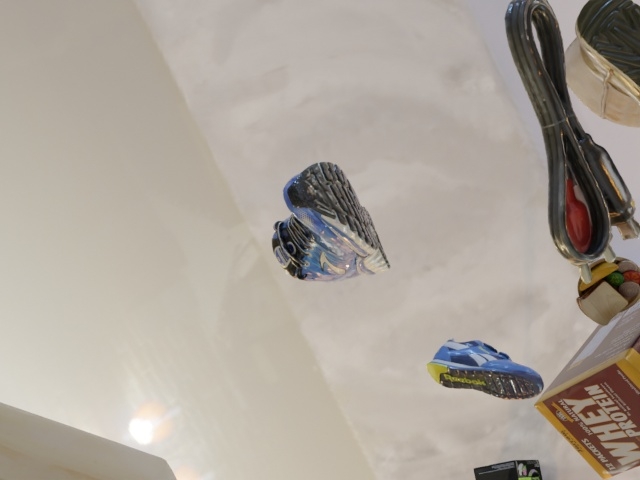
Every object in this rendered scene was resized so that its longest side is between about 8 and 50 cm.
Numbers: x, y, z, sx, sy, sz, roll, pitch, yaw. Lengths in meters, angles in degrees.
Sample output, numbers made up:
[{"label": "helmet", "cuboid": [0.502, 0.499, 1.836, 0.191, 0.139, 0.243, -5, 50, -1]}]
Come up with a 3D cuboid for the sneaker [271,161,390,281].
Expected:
[{"label": "sneaker", "cuboid": [0.000, 0.000, 1.365, 0.147, 0.330, 0.130, -24, -112, 5]}]

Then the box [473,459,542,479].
[{"label": "box", "cuboid": [0.204, 0.277, 1.026, 0.052, 0.062, 0.083, -20, -111, 32]}]

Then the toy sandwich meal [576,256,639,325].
[{"label": "toy sandwich meal", "cuboid": [0.336, 0.058, 1.129, 0.085, 0.029, 0.086, 2, -63, 4]}]

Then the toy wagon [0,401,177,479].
[{"label": "toy wagon", "cuboid": [-0.142, 0.215, 0.276, 0.267, 0.345, 0.068, 26, -30, -27]}]

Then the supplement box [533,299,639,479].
[{"label": "supplement box", "cuboid": [0.405, 0.164, 1.203, 0.129, 0.194, 0.191, 46, -34, 4]}]

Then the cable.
[{"label": "cable", "cuboid": [0.228, -0.090, 0.952, 0.072, 0.139, 0.287, -16, -71, 55]}]

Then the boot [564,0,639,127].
[{"label": "boot", "cuboid": [0.377, -0.168, 1.111, 0.089, 0.269, 0.236, -42, -101, 6]}]

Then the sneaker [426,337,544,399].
[{"label": "sneaker", "cuboid": [0.198, 0.147, 1.152, 0.144, 0.059, 0.053, 9, -44, 33]}]
